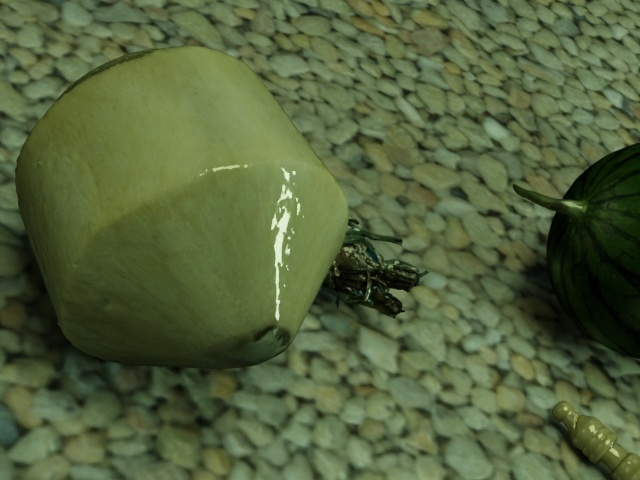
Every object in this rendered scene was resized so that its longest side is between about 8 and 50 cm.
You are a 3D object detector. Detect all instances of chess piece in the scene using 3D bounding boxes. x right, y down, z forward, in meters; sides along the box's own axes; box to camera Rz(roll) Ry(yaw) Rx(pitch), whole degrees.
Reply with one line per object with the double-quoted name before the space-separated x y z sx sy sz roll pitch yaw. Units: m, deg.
"chess piece" 0.216 0.158 0.958 0.092 0.035 0.035 42 41 19

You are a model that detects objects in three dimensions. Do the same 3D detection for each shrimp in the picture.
"shrimp" 0.001 -0.003 0.957 0.174 0.082 0.076 26 44 5

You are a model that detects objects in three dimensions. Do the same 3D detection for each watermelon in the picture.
"watermelon" 0.276 0.004 1.027 0.214 0.188 0.188 27 38 -25

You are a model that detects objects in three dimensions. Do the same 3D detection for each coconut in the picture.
"coconut" -0.087 -0.009 0.819 0.202 0.202 0.222 -4 47 -34
